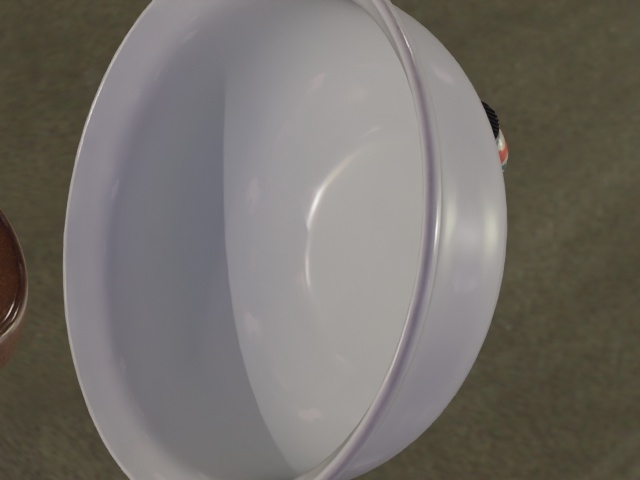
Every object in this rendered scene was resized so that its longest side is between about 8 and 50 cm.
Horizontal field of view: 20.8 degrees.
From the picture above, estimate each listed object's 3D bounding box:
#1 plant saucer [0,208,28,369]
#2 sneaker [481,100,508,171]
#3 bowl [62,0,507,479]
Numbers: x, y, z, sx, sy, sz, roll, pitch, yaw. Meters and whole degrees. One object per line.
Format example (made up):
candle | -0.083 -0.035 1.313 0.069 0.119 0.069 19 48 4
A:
plant saucer | -0.242 0.010 1.083 0.168 0.029 0.168 32 43 -35
sneaker | 0.057 -0.054 1.245 0.161 0.075 0.057 -10 64 17
bowl | 0.000 0.000 0.915 0.134 0.298 0.297 7 89 -40
